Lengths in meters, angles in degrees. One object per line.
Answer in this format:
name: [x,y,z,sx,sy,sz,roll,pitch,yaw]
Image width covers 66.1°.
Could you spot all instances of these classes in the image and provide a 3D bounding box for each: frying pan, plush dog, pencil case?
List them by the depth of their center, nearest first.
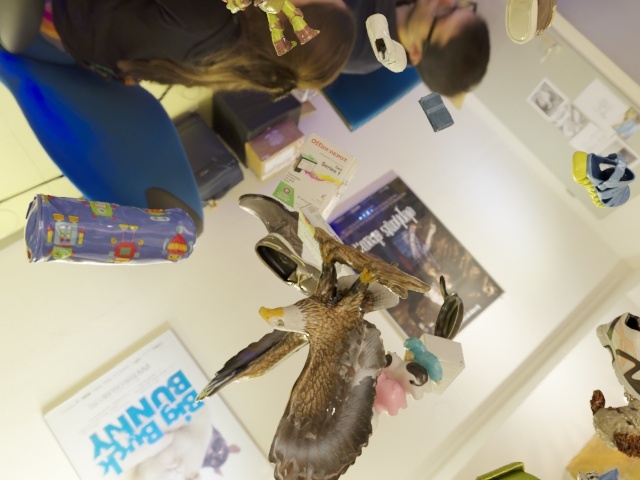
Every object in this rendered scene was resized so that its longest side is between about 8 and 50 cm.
pencil case: [-0.393,-0.018,0.937,0.306,0.133,0.119,3,130,-44]
plush dog: [0.852,0.516,1.334,0.262,0.225,0.211,-99,-158,-75]
frying pan: [0.451,0.262,1.777,0.326,0.053,0.197,-76,-174,-78]

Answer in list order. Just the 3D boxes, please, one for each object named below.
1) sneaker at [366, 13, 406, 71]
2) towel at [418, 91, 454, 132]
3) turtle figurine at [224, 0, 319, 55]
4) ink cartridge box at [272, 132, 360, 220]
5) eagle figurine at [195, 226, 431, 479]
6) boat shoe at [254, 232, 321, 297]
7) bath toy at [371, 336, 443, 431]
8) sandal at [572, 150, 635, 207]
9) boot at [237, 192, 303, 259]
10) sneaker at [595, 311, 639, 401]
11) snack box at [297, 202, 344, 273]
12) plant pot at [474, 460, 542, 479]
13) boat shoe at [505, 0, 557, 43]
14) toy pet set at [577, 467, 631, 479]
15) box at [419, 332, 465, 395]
sneaker: [0.185,-0.528,1.387,0.080,0.094,0.212,-15,153,27]
towel: [0.347,-0.384,1.472,0.067,0.120,0.029,-23,165,-4]
turtle figurine: [-0.090,-0.533,1.069,0.269,0.217,0.087,-21,-152,22]
ink cartridge box: [-0.013,-0.225,1.814,0.278,0.201,0.117,-58,165,1]
eagle figurine: [-0.014,0.141,0.678,0.299,0.225,0.226,-66,-168,5]
boat shoe: [-0.082,0.100,1.557,0.109,0.305,0.091,-53,172,29]
bath toy: [0.154,0.348,1.205,0.151,0.129,0.348,-16,179,44]
sandal: [0.911,-0.187,1.537,0.317,0.126,0.138,19,167,-40]
boot: [-0.196,-0.040,1.999,0.118,0.338,0.223,-32,-139,57]
sneaker: [0.321,0.118,0.499,0.044,0.040,0.109,-56,-158,35]
snack box: [0.000,0.000,1.107,0.037,0.141,0.100,-25,149,-21]
plant pot: [0.648,0.902,1.654,0.228,0.227,0.207,-16,-156,-12]
boat shoe: [0.519,-0.645,1.173,0.096,0.116,0.325,-27,133,-15]
toy pet set: [0.520,0.482,0.908,0.114,0.065,0.122,-56,-157,38]
box: [0.342,0.382,1.509,0.091,0.130,0.171,-84,-167,-49]
